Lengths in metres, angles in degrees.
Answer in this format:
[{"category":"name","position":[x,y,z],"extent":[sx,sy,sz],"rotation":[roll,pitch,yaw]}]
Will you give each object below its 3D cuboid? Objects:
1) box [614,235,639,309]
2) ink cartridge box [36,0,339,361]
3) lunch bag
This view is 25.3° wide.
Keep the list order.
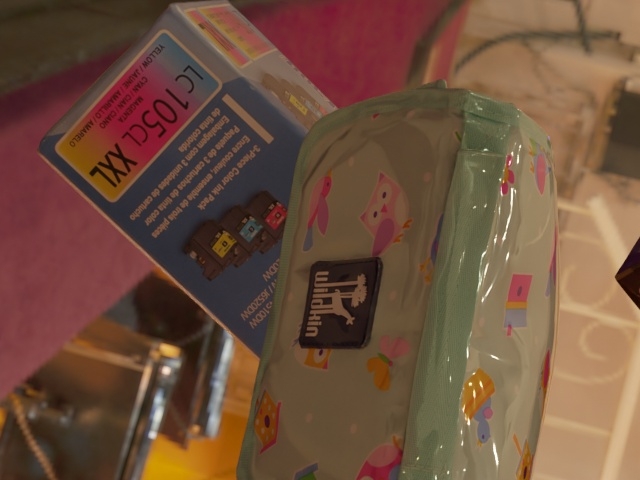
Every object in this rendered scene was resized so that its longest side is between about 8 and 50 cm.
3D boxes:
[{"category":"box","position":[0.287,0.018,0.541],"extent":[0.293,0.201,0.057],"rotation":[-36,-173,42]},{"category":"ink cartridge box","position":[0.000,0.000,1.112],"extent":[0.151,0.395,0.270],"rotation":[-44,-175,11]},{"category":"lunch bag","position":[0.051,0.051,0.768],"extent":[0.262,0.160,0.223],"rotation":[84,17,-80]}]
